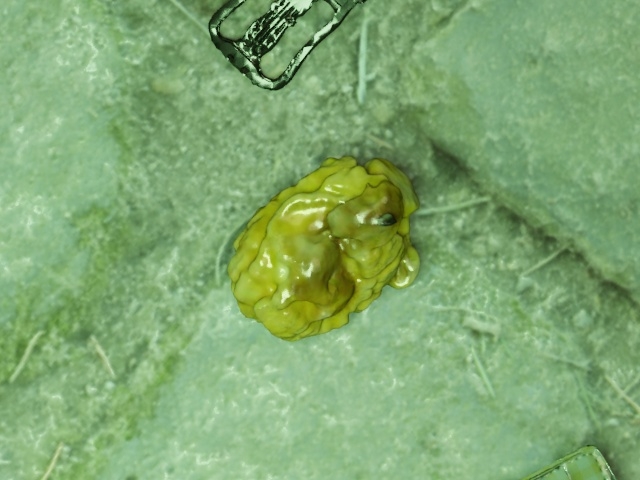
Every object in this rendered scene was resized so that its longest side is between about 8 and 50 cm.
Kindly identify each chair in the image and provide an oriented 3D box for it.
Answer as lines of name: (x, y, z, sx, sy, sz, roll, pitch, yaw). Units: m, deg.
chair: (0.001, -0.262, 1.772, 0.106, 0.113, 0.229, 45, 110, -2)

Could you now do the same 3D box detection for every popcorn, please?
popcorn: (0.007, 0.002, 1.687, 0.194, 0.163, 0.140, -46, 71, 13)

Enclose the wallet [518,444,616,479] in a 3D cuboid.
wallet: (0.172, 0.346, 1.686, 0.309, 0.077, 0.223, -22, 88, -19)
